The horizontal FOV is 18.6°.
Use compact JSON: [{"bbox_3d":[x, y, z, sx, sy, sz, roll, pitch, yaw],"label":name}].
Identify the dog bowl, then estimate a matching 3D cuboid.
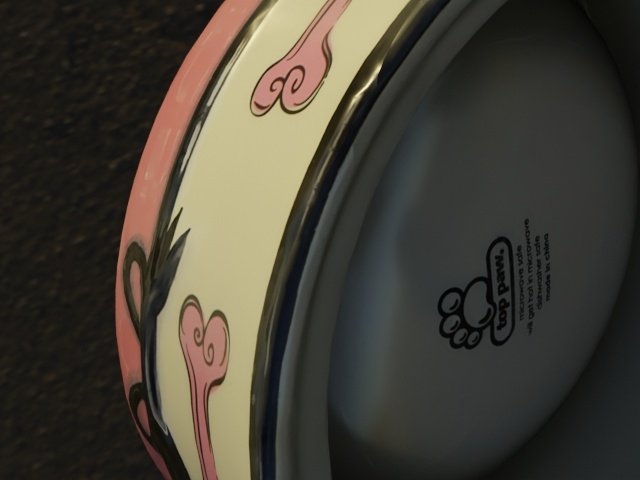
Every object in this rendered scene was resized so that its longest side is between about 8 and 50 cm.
[{"bbox_3d":[0.076,0.011,0.934,0.150,0.408,0.408,23,114,41],"label":"dog bowl"}]
